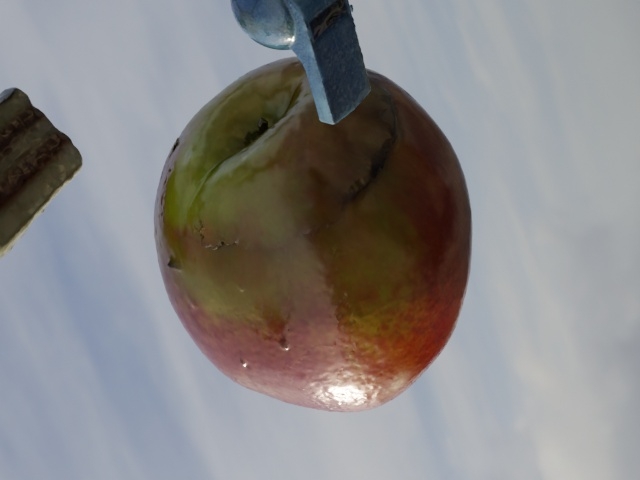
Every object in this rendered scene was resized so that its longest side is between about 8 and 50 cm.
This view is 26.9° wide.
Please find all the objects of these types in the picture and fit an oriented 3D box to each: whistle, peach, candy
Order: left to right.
[{"bbox_3d":[-0.421,-0.021,1.491,0.135,0.320,0.179,48,-138,-16],"label":"candy"},{"bbox_3d":[-0.022,-0.170,1.018,0.090,0.090,0.158,-93,-11,-51],"label":"whistle"},{"bbox_3d":[0.000,0.000,1.417,0.370,0.370,0.370,56,-161,-30],"label":"peach"}]
